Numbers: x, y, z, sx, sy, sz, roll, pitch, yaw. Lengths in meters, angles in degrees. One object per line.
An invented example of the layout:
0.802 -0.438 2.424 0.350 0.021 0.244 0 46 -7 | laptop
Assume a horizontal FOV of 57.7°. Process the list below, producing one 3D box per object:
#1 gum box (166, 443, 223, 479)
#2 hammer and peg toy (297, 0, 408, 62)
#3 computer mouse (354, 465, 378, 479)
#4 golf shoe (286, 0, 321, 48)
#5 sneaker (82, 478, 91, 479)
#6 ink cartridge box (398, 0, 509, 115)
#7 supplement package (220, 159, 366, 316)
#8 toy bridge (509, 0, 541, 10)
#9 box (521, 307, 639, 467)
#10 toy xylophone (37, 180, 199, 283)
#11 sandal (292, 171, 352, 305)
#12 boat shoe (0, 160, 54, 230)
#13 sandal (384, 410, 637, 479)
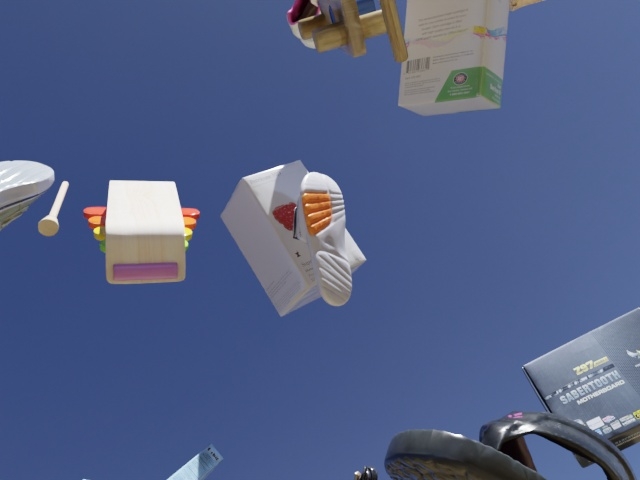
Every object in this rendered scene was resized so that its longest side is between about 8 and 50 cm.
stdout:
-0.282 0.476 1.077 0.184 0.041 0.157 -28 -21 -50 | gum box
0.020 -0.412 0.903 0.128 0.361 0.265 -17 -63 -2 | hammer and peg toy
0.085 0.351 0.728 0.042 0.193 0.105 17 -105 -16 | computer mouse
0.028 -0.624 1.425 0.306 0.115 0.140 -58 -25 15 | golf shoe
-0.214 0.314 0.589 0.076 0.166 0.065 30 -82 -41 | sneaker
0.225 -0.329 0.982 0.093 0.155 0.212 5 -91 -49 | ink cartridge box
-0.070 -0.008 1.357 0.178 0.292 0.175 -24 -15 -36 | supplement package
0.434 -0.478 1.086 0.188 0.063 0.026 -29 -51 -10 | toy bridge
0.484 0.238 0.962 0.233 0.183 0.059 -29 -53 10 | box
-0.328 -0.033 0.982 0.237 0.322 0.081 3 -68 -10 | toy xylophone
-0.008 -0.001 1.074 0.102 0.265 0.076 13 -28 -38 | sandal
-0.603 -0.067 1.062 0.109 0.302 0.094 20 -64 5 | boat shoe
0.223 0.237 0.528 0.446 0.168 0.106 36 -120 -29 | sandal
